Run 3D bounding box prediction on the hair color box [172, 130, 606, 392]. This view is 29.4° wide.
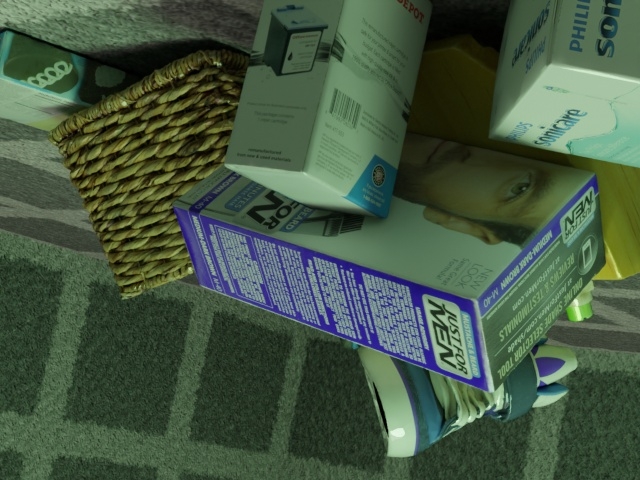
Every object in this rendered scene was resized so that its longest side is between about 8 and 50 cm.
[{"bbox_3d":[0.055,-0.007,1.074,0.338,0.185,0.110,18,136,37],"label":"hair color box"}]

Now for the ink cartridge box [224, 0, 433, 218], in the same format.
[{"bbox_3d":[0.012,-0.127,0.970,0.082,0.191,0.139,7,170,31],"label":"ink cartridge box"}]

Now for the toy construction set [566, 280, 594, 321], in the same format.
[{"bbox_3d":[0.311,0.004,1.429,0.327,0.151,0.215,-12,-171,-29],"label":"toy construction set"}]

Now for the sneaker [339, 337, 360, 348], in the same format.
[{"bbox_3d":[0.047,0.012,1.458,0.139,0.125,0.341,44,-158,-9],"label":"sneaker"}]

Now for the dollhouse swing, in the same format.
[{"bbox_3d":[0.206,-0.119,1.234,0.346,0.305,0.315,0,125,50],"label":"dollhouse swing"}]

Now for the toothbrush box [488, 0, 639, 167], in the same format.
[{"bbox_3d":[0.289,-0.125,0.874,0.295,0.126,0.216,10,172,0],"label":"toothbrush box"}]

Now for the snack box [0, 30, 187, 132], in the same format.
[{"bbox_3d":[-0.274,-0.164,1.490,0.321,0.060,0.187,16,169,-35],"label":"snack box"}]

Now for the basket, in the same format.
[{"bbox_3d":[-0.120,-0.094,1.405,0.299,0.223,0.213,-21,-176,40],"label":"basket"}]

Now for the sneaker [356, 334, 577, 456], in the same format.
[{"bbox_3d":[0.172,0.148,1.363,0.236,0.130,0.323,-16,174,3],"label":"sneaker"}]
